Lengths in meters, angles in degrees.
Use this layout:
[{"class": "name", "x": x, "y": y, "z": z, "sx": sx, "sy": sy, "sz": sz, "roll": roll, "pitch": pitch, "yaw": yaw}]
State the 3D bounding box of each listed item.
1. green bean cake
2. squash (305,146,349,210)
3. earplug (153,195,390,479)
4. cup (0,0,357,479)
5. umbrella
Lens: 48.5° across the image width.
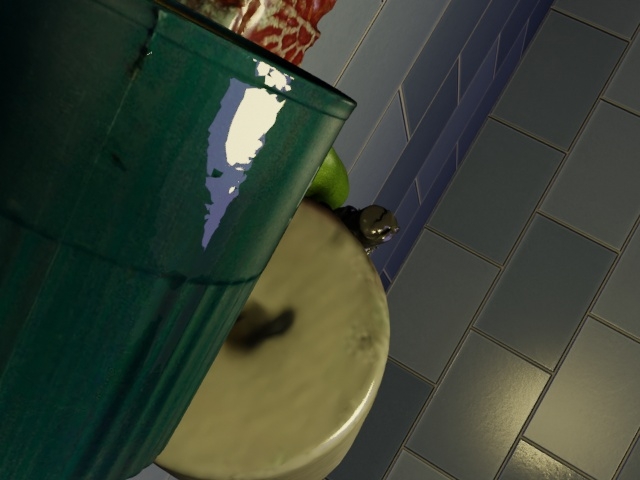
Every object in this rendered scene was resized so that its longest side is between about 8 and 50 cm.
[{"class": "green bean cake", "x": -0.037, "y": -0.259, "z": 0.658, "sx": 0.233, "sy": 0.097, "sz": 0.198, "roll": -63, "pitch": 166, "yaw": 6}, {"class": "squash", "x": -0.020, "y": -0.103, "z": 1.015, "sx": 0.101, "sy": 0.101, "sz": 0.378, "roll": -61, "pitch": 167, "yaw": 3}, {"class": "earplug", "x": -0.086, "y": 0.158, "z": 0.879, "sx": 0.313, "sy": 0.312, "sz": 0.394, "roll": -55, "pitch": 166, "yaw": -22}, {"class": "cup", "x": -0.165, "y": -0.031, "z": 0.490, "sx": 0.242, "sy": 0.308, "sz": 0.292, "roll": 16, "pitch": 106, "yaw": -42}, {"class": "umbrella", "x": -0.012, "y": 0.001, "z": 1.024, "sx": 0.154, "sy": 0.128, "sz": 0.336, "roll": -10, "pitch": 173, "yaw": -15}]
